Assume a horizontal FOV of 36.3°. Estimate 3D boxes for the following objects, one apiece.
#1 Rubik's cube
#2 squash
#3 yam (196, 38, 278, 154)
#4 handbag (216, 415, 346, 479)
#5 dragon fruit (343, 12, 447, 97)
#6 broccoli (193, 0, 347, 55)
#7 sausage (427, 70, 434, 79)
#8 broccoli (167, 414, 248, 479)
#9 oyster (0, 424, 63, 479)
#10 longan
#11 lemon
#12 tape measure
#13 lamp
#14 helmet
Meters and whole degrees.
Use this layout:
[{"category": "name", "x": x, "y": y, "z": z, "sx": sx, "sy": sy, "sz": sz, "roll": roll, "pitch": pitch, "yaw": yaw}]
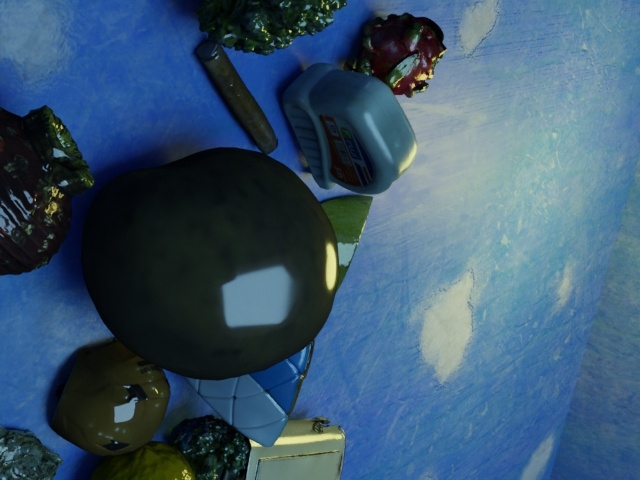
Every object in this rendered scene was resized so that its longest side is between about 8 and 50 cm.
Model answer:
[{"category": "Rubik's cube", "x": -0.152, "y": 0.212, "z": 1.810, "sx": 0.254, "sy": 0.254, "sz": 0.254, "roll": -31, "pitch": 134, "yaw": -39}, {"category": "squash", "x": 0.000, "y": 0.000, "z": 1.980, "sx": 0.204, "sy": 0.155, "sz": 0.236, "roll": -97, "pitch": -153, "yaw": -85}, {"category": "yam", "x": -0.134, "y": -0.234, "z": 1.628, "sx": 0.046, "sy": 0.046, "sz": 0.264, "roll": -54, "pitch": 145, "yaw": -16}, {"category": "handbag", "x": -0.107, "y": 0.487, "z": 2.024, "sx": 0.358, "sy": 0.160, "sz": 0.236, "roll": 14, "pitch": 94, "yaw": -56}, {"category": "dragon fruit", "x": 0.139, "y": -0.341, "z": 1.833, "sx": 0.172, "sy": 0.160, "sz": 0.166, "roll": -52, "pitch": 167, "yaw": -19}, {"category": "broccoli", "x": -0.036, "y": -0.413, "z": 1.434, "sx": 0.334, "sy": 0.324, "sz": 0.272, "roll": -49, "pitch": 134, "yaw": -41}, {"category": "sausage", "x": 0.194, "y": -0.348, "z": 2.010, "sx": 0.116, "sy": 0.026, "sz": 0.026, "roll": -3, "pitch": 113, "yaw": -52}, {"category": "broccoli", "x": -0.212, "y": 0.402, "z": 1.800, "sx": 0.154, "sy": 0.167, "sz": 0.160, "roll": 27, "pitch": 72, "yaw": -80}, {"category": "oyster", "x": -0.483, "y": 0.354, "z": 1.527, "sx": 0.177, "sy": 0.064, "sz": 0.125, "roll": 47, "pitch": 57, "yaw": -43}, {"category": "longan", "x": -0.162, "y": 0.033, "z": 1.508, "sx": 0.404, "sy": 0.404, "sz": 0.336, "roll": -28, "pitch": 167, "yaw": -41}, {"category": "lemon", "x": -0.310, "y": 0.452, "z": 1.694, "sx": 0.192, "sy": 0.192, "sz": 0.231, "roll": -15, "pitch": 122, "yaw": -48}, {"category": "tape measure", "x": 0.058, "y": -0.196, "z": 1.754, "sx": 0.125, "sy": 0.246, "sz": 0.243, "roll": -51, "pitch": 138, "yaw": -25}, {"category": "lamp", "x": -0.404, "y": -0.067, "z": 1.211, "sx": 0.247, "sy": 0.247, "sz": 0.247, "roll": -31, "pitch": 134, "yaw": -39}, {"category": "helmet", "x": -0.328, "y": 0.274, "z": 1.617, "sx": 0.224, "sy": 0.130, "sz": 0.198, "roll": 15, "pitch": 102, "yaw": -57}]
